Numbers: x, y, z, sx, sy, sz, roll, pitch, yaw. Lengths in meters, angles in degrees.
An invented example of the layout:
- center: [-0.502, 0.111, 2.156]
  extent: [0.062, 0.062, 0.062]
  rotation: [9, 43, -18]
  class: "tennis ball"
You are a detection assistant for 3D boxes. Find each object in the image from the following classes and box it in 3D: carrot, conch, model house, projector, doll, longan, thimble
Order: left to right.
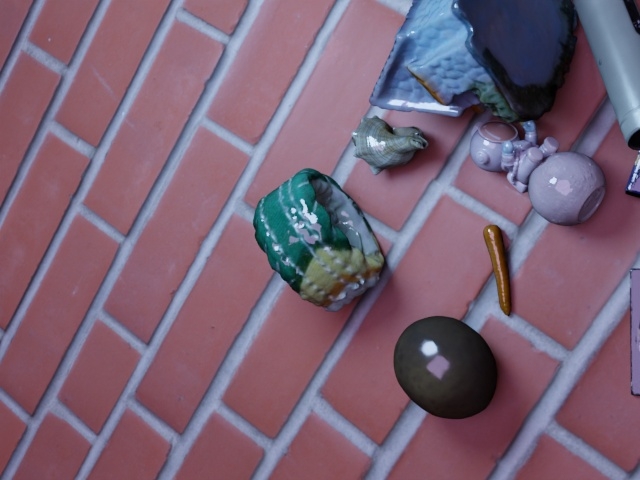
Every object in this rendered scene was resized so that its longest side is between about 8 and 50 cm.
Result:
- center: [0.000, 0.000, 1.786]
  extent: [0.167, 0.254, 0.288]
  rotation: [-37, 79, 20]
  class: "thimble"
- center: [0.148, -0.197, 1.808]
  extent: [0.234, 0.137, 0.114]
  rotation: [19, 123, 33]
  class: "conch"
- center: [0.247, 0.250, 1.695]
  extent: [0.220, 0.196, 0.196]
  rotation: [45, 107, 17]
  class: "longan"
- center: [0.255, -0.370, 1.658]
  extent: [0.339, 0.297, 0.360]
  rotation: [-14, 42, 46]
  class: "model house"
- center: [0.362, 0.060, 1.730]
  extent: [0.037, 0.037, 0.190]
  rotation: [-13, 84, 25]
  class: "carrot"
- center: [0.408, -0.142, 1.668]
  extent: [0.287, 0.151, 0.151]
  rotation: [37, 104, 29]
  class: "doll"
- center: [0.558, -0.333, 1.569]
  extent: [0.108, 0.108, 0.337]
  rotation: [-22, 64, 23]
  class: "projector"

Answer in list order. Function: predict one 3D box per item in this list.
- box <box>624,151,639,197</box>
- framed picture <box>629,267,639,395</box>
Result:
- center: [0.681, -0.183, 1.566]
  extent: [0.168, 0.071, 0.259]
  rotation: [21, 98, 25]
  class: "box"
- center: [0.734, 0.171, 1.561]
  extent: [0.324, 0.013, 0.244]
  rotation: [0, 88, 26]
  class: "framed picture"
